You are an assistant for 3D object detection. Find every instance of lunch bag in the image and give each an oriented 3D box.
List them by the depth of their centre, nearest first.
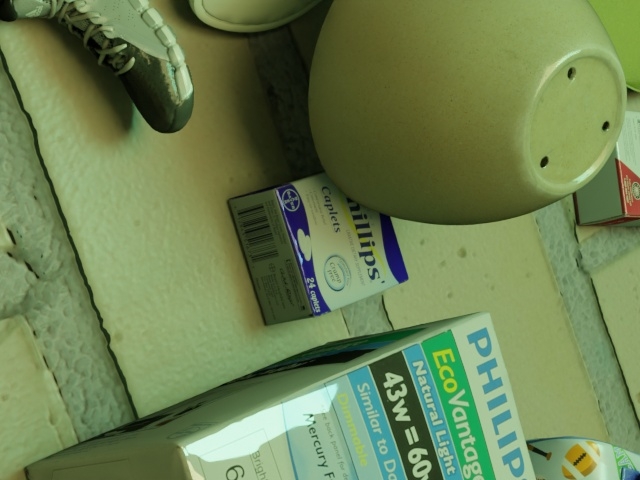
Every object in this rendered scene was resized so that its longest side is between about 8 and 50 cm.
[{"bbox_3d":[0.264,0.272,1.495,0.303,0.243,0.115,20,67,-39],"label":"lunch bag"}]

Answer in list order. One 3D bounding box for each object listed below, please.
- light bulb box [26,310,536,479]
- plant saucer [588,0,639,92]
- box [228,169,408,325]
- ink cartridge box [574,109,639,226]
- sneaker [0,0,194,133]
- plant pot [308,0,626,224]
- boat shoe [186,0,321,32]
[{"bbox_3d":[0.005,0.283,1.267,0.361,0.225,0.358,-20,93,-42],"label":"light bulb box"},{"bbox_3d":[0.370,-0.294,1.869,0.241,0.037,0.241,11,73,-40],"label":"plant saucer"},{"bbox_3d":[0.000,0.000,1.435,0.137,0.072,0.126,-20,94,-44],"label":"box"},{"bbox_3d":[0.379,-0.082,1.801,0.175,0.072,0.128,2,79,-42],"label":"ink cartridge box"},{"bbox_3d":[-0.207,-0.182,1.291,0.132,0.086,0.229,-24,86,-38],"label":"sneaker"},{"bbox_3d":[0.157,-0.130,1.353,0.284,0.191,0.284,-18,120,-35],"label":"plant pot"},{"bbox_3d":[-0.026,-0.297,1.488,0.099,0.116,0.319,39,50,25],"label":"boat shoe"}]
